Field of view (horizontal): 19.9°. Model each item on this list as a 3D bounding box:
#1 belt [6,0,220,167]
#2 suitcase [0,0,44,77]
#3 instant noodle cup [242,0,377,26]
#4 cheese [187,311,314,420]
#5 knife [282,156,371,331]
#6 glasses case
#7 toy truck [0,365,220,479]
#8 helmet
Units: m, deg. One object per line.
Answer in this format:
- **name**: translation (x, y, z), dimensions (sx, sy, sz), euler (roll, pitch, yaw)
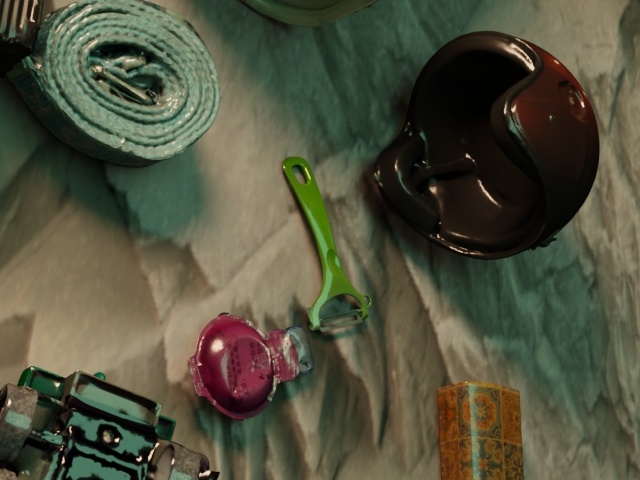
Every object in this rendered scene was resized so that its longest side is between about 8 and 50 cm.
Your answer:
- **belt**: translation (-0.172, -0.137, 1.558), dimensions (0.147, 0.082, 0.163), euler (-47, 108, -27)
- **suitcase**: translation (-0.324, -0.307, 1.450), dimensions (0.230, 0.152, 0.335), euler (17, 66, -31)
- **instant noodle cup**: translation (0.009, -0.382, 1.676), dimensions (0.294, 0.294, 0.308), euler (34, 64, -24)
- **cheese**: translation (-0.060, 0.106, 1.594), dimensions (0.145, 0.038, 0.095), euler (-10, 83, -45)
- **knife**: translation (0.002, -0.001, 1.686), dimensions (0.078, 0.023, 0.166), euler (-10, 83, -44)
- **glasses case**: translation (0.154, 0.244, 1.704), dimensions (0.075, 0.049, 0.218), euler (11, 69, -34)
- **toy truck**: translation (-0.204, 0.260, 1.341), dimensions (0.177, 0.178, 0.363), euler (23, 62, -19)
- **helmet**: translation (0.167, -0.089, 1.731), dimensions (0.193, 0.189, 0.216), euler (2, 70, -47)
